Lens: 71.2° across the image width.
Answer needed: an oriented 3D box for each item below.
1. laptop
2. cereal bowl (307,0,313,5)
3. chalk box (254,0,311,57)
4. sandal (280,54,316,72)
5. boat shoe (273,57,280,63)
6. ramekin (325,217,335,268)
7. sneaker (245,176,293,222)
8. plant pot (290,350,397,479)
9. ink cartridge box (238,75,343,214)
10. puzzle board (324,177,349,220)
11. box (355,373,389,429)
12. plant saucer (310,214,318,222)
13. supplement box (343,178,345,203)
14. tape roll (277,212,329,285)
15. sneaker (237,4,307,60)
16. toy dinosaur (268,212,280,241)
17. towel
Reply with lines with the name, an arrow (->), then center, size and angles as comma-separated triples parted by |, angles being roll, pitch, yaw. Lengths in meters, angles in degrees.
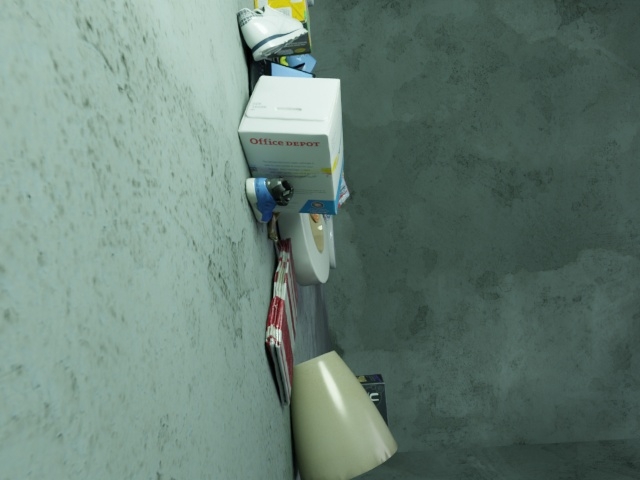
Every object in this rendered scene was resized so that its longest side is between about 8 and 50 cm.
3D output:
laptop -> -0.082, -0.368, 1.081 | 0.264, 0.136, 0.235 | 72, 13, -76
cereal bowl -> -0.107, -0.975, 1.517 | 0.339, 0.141, 0.340 | -5, 90, -86
chalk box -> -0.096, -0.594, 1.223 | 0.213, 0.132, 0.132 | 60, 25, -85
sandal -> -0.077, -0.626, 1.585 | 0.126, 0.138, 0.318 | -83, 166, -66
boat shoe -> -0.133, -0.602, 1.388 | 0.049, 0.041, 0.133 | -90, 176, -78
ramekin -> 0.000, 0.000, 2.067 | 0.273, 0.127, 0.273 | -4, 90, -87
sneaker -> -0.092, -0.080, 0.896 | 0.152, 0.084, 0.058 | 79, 7, -66
plant pot -> 0.026, 0.437, 1.145 | 0.256, 0.256, 0.274 | 72, -3, -77
ink cartridge box -> -0.045, -0.192, 0.928 | 0.233, 0.171, 0.168 | 82, 15, -54
puzzle board -> 0.049, -0.138, 1.489 | 0.128, 0.011, 0.096 | -50, 145, -19
box -> 0.093, 0.568, 1.552 | 0.143, 0.270, 0.166 | 52, 34, -83
plant saucer -> -0.021, -0.091, 1.285 | 0.083, 0.013, 0.084 | -9, 90, -79
supplement box -> -0.013, -0.232, 1.592 | 0.194, 0.191, 0.129 | -92, 177, -49
tape roll -> -0.047, -0.057, 1.356 | 0.392, 0.071, 0.393 | -10, 90, -79
sneaker -> -0.101, -0.470, 0.983 | 0.095, 0.090, 0.235 | 55, 29, -15
toy dinosaur -> -0.108, -0.077, 1.075 | 0.183, 0.053, 0.093 | -79, -179, -50
towel -> -0.087, 0.185, 1.070 | 0.329, 0.037, 0.237 | -89, 175, -50
